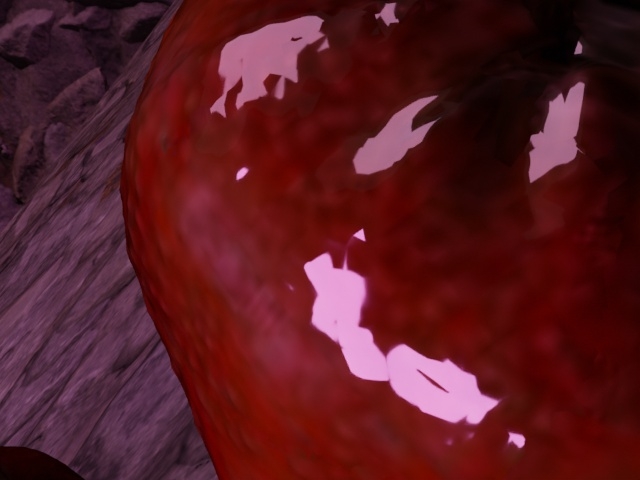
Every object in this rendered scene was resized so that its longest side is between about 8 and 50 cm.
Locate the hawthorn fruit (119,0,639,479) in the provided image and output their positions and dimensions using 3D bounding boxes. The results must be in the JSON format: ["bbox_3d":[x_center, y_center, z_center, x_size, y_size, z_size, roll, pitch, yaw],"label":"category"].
[{"bbox_3d":[0.074,-0.002,0.548,0.254,0.254,0.300,-52,-15,-12],"label":"hawthorn fruit"}]

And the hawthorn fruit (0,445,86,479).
[{"bbox_3d":[-0.188,0.202,0.921,0.189,0.189,0.251,-60,4,-39],"label":"hawthorn fruit"}]
